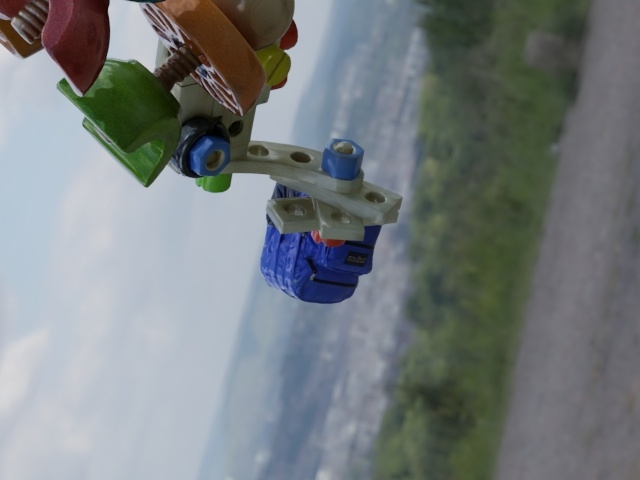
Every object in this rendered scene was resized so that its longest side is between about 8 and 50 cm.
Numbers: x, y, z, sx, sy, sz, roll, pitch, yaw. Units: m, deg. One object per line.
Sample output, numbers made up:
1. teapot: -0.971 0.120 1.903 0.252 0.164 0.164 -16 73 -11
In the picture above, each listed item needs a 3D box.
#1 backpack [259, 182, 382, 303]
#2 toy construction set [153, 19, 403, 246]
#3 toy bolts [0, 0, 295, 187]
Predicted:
1. backpack: 0.000 0.000 1.750 0.101 0.098 0.120 26 101 51
2. toy construction set: -0.027 -0.146 1.425 0.215 0.151 0.327 -18 -62 -38
3. toy bolts: -0.127 -0.173 1.155 0.158 0.218 0.228 -44 -12 -7
